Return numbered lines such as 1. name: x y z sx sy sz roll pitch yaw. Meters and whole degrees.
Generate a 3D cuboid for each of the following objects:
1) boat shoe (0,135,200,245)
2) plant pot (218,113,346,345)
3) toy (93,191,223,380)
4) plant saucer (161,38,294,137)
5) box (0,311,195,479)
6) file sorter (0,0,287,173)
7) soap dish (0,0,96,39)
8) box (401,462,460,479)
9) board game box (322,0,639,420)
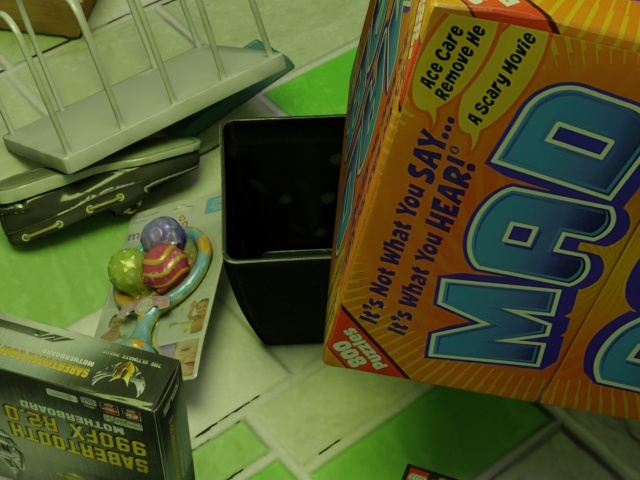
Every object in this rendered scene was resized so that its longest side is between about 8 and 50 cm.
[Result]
1. boat shoe: -0.233 -0.056 1.262 0.228 0.068 0.081 -17 19 -17
2. plant pot: 0.000 0.000 1.145 0.187 0.167 0.188 -3 49 -4
3. toy: -0.166 0.036 1.154 0.137 0.056 0.237 -12 48 23
4. plant saucer: -0.119 -0.183 1.408 0.067 0.018 0.192 33 57 27
5. box: -0.227 0.146 1.000 0.231 0.183 0.056 15 48 11
6. file sorter: -0.219 -0.219 1.290 0.278 0.173 0.193 -30 27 -25
7. soap dish: -0.372 -0.386 1.520 0.229 0.118 0.291 7 48 6
8. box: 0.124 0.255 1.009 0.137 0.027 0.094 15 49 13
9. board game box: 0.219 -0.114 0.924 0.356 0.356 0.356 11 47 -4
